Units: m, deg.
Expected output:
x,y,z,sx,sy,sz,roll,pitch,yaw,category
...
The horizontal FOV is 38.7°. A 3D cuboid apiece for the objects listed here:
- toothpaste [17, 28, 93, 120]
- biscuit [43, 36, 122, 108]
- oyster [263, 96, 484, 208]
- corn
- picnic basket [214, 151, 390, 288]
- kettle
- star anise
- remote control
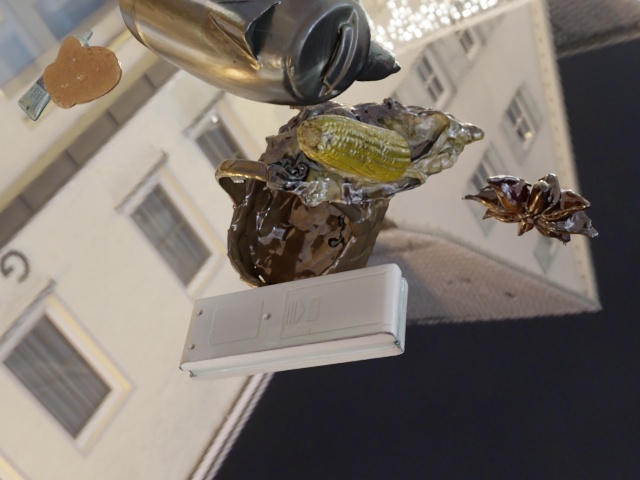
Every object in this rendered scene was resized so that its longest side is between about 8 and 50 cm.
x,y,z,sx,sy,sz,roll,pitch,yaw,category
-0.566,-0.363,1.966,0.233,0.060,0.038,-49,176,8,toothpaste
-0.422,-0.302,1.610,0.140,0.118,0.023,-16,-170,3,biscuit
0.087,-0.151,1.485,0.361,0.096,0.221,5,-115,3,oyster
0.052,-0.130,1.289,0.080,0.080,0.231,-19,167,31,corn
-0.050,-0.068,1.650,0.293,0.337,0.337,13,-132,29,picnic basket
-0.050,-0.283,1.194,0.324,0.321,0.228,36,-71,34,kettle
0.418,-0.079,1.783,0.272,0.272,0.102,0,-117,51,star anise
-0.033,0.104,1.104,0.277,0.055,0.103,-11,-134,21,remote control
